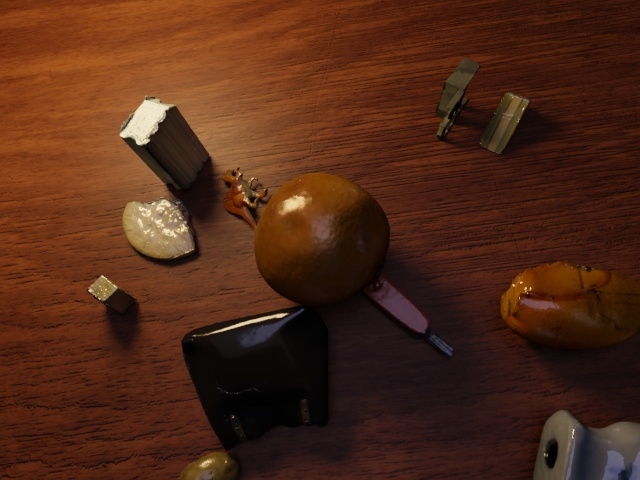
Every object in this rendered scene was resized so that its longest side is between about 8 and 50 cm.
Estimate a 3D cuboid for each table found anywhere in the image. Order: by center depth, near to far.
[{"bbox_3d":[0.374,-0.399,1.221,0.062,0.146,0.175,34,75,15],"label":"table"}]

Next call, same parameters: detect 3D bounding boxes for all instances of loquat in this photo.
[{"bbox_3d":[0.000,0.000,1.019,0.329,0.328,0.328,-2,70,4],"label":"loquat"}]

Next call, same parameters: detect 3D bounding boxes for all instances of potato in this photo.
[{"bbox_3d":[-0.255,0.536,0.971,0.138,0.070,0.091,-24,71,-4],"label":"potato"},{"bbox_3d":[-0.541,0.144,1.115,0.086,0.122,0.061,31,69,14],"label":"potato"}]

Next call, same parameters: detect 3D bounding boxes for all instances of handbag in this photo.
[{"bbox_3d":[-0.133,0.318,1.009,0.343,0.152,0.287,-14,81,3],"label":"handbag"}]

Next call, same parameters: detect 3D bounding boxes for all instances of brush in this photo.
[{"bbox_3d":[0.203,0.173,1.076,0.323,0.051,0.070,40,75,17],"label":"brush"}]

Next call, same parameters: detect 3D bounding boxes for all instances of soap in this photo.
[{"bbox_3d":[-0.420,-0.260,1.180,0.094,0.261,0.150,20,72,15],"label":"soap"}]

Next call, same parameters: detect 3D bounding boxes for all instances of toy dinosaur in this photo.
[{"bbox_3d":[-0.231,-0.116,1.220,0.142,0.057,0.212,2,68,18],"label":"toy dinosaur"}]

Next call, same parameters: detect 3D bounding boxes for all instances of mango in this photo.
[{"bbox_3d":[0.594,0.148,0.995,0.350,0.201,0.199,3,106,-3],"label":"mango"}]

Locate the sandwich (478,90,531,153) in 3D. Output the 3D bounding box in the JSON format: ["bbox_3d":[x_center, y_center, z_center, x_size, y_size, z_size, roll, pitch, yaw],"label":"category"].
[{"bbox_3d":[0.534,-0.340,1.256,0.079,0.113,0.163,26,109,13],"label":"sandwich"}]

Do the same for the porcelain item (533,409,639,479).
[{"bbox_3d":[0.660,0.502,0.849,0.405,0.178,0.242,19,72,9],"label":"porcelain item"}]

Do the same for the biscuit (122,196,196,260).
[{"bbox_3d":[-0.453,-0.043,1.220,0.266,0.040,0.188,26,76,14],"label":"biscuit"}]
